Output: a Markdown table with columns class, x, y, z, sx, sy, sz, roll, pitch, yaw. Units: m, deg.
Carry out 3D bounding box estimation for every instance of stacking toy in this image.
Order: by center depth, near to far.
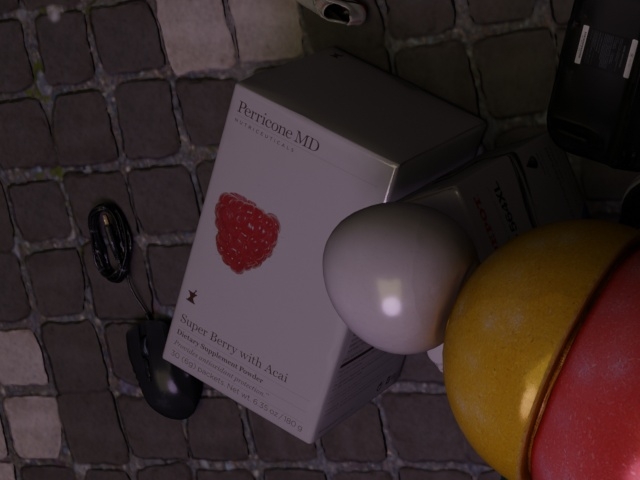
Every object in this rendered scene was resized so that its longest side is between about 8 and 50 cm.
| class | x | y | z | sx | sy | sz | roll | pitch | yaw |
| --- | --- | --- | --- | --- | --- | --- | --- | --- | --- |
| stacking toy | 0.216 | 0.094 | 1.337 | 0.480 | 0.350 | 0.350 | 27 | 119 | 22 |

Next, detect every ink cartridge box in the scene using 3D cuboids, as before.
| class | x | y | z | sx | sy | sz | roll | pitch | yaw |
| --- | --- | --- | --- | --- | --- | --- | --- | --- | --- |
| ink cartridge box | 0.153 | 0.006 | 1.544 | 0.086 | 0.203 | 0.148 | -18 | 97 | 35 |

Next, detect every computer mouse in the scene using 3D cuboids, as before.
| class | x | y | z | sx | sy | sz | roll | pitch | yaw |
| --- | --- | --- | --- | --- | --- | --- | --- | --- | --- |
| computer mouse | -0.190 | 0.077 | 1.877 | 0.071 | 0.041 | 0.242 | -22 | 94 | 36 |

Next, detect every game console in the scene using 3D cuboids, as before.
| class | x | y | z | sx | sy | sz | roll | pitch | yaw |
| --- | --- | --- | --- | --- | --- | --- | --- | --- | --- |
| game console | 0.258 | -0.235 | 1.497 | 0.213 | 0.044 | 0.361 | 23 | 117 | 25 |

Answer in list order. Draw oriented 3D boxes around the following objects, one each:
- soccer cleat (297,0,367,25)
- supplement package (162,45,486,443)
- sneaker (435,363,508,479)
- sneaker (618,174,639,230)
| class | x | y | z | sx | sy | sz | roll | pitch | yaw |
| --- | --- | --- | --- | --- | --- | --- | --- | --- | --- |
| soccer cleat | 0.004 | -0.219 | 1.659 | 0.083 | 0.035 | 0.029 | 28 | 119 | 20 |
| supplement package | 0.000 | 0.000 | 1.652 | 0.177 | 0.175 | 0.293 | 28 | 119 | 22 |
| sneaker | 0.184 | 0.177 | 1.600 | 0.295 | 0.178 | 0.124 | 36 | 122 | 16 |
| sneaker | 0.351 | -0.008 | 1.443 | 0.268 | 0.153 | 0.101 | -9 | 113 | 34 |
